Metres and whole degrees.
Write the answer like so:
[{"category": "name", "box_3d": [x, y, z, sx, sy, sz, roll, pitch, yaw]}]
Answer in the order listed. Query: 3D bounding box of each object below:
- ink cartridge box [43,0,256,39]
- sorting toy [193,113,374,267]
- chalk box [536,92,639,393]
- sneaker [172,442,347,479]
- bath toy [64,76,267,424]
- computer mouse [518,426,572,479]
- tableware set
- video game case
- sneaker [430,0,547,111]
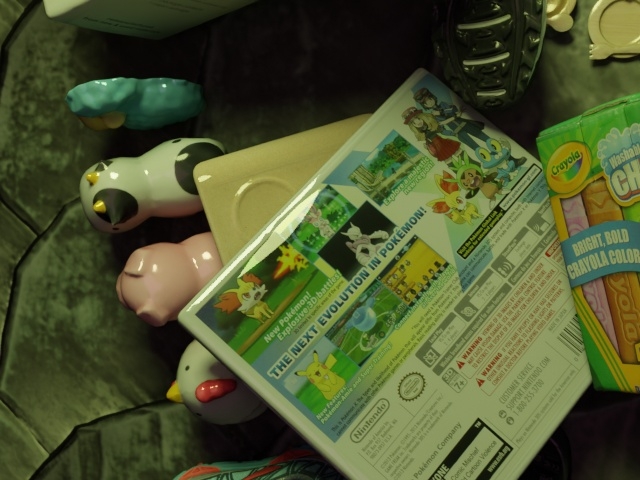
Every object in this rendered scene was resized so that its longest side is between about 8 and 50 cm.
[{"category": "ink cartridge box", "box_3d": [-0.071, -0.367, 0.684, 0.384, 0.160, 0.279, -12, 88, 30]}, {"category": "sorting toy", "box_3d": [0.000, 0.000, 0.769, 0.193, 0.038, 0.208, -19, 86, -15]}, {"category": "chalk box", "box_3d": [0.301, -0.039, 0.627, 0.180, 0.179, 0.289, -11, 88, -20]}, {"category": "sneaker", "box_3d": [-0.078, 0.264, 0.783, 0.261, 0.125, 0.104, -24, 87, 13]}, {"category": "bath toy", "box_3d": [-0.140, 0.017, 0.786, 0.151, 0.129, 0.348, -19, 89, 13]}, {"category": "computer mouse", "box_3d": [0.185, 0.276, 0.773, 0.071, 0.041, 0.242, 20, 104, 28]}, {"category": "tableware set", "box_3d": [0.252, -0.251, 0.740, 0.141, 0.020, 0.169, 15, 95, 11]}, {"category": "video game case", "box_3d": [0.096, 0.050, 0.712, 0.300, 0.036, 0.329, 41, 75, 8]}, {"category": "sneaker", "box_3d": [0.155, -0.250, 0.718, 0.100, 0.108, 0.272, -3, 94, 31]}]
